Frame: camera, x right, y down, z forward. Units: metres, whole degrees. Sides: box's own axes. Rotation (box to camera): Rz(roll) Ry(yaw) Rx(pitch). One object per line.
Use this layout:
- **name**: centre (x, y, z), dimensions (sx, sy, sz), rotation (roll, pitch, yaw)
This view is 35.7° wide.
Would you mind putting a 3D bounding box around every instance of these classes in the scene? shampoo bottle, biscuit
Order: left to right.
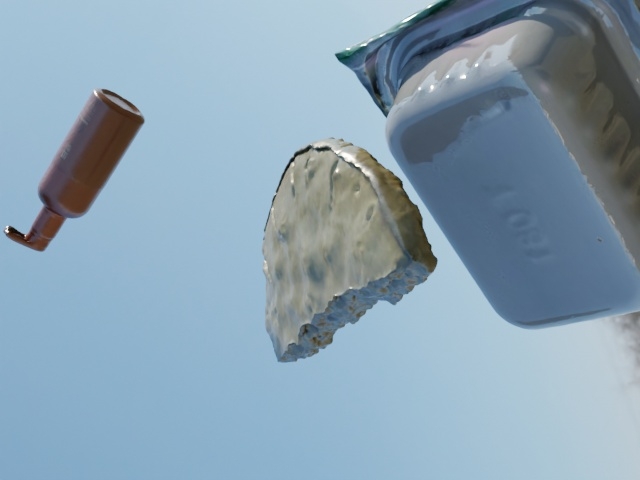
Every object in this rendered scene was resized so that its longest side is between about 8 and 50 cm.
- **shampoo bottle**: centre (-0.336, -0.090, 1.362), dimensions (0.085, 0.244, 0.085), rotation (34, -170, -7)
- **biscuit**: centre (-0.002, 0.000, 0.711), dimensions (0.290, 0.038, 0.141), rotation (136, 126, -64)

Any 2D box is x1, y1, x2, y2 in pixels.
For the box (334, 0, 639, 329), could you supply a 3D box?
- **box**: centre (0.179, -0.049, 0.837), dimensions (0.336, 0.264, 0.106), rotation (55, -134, -17)
